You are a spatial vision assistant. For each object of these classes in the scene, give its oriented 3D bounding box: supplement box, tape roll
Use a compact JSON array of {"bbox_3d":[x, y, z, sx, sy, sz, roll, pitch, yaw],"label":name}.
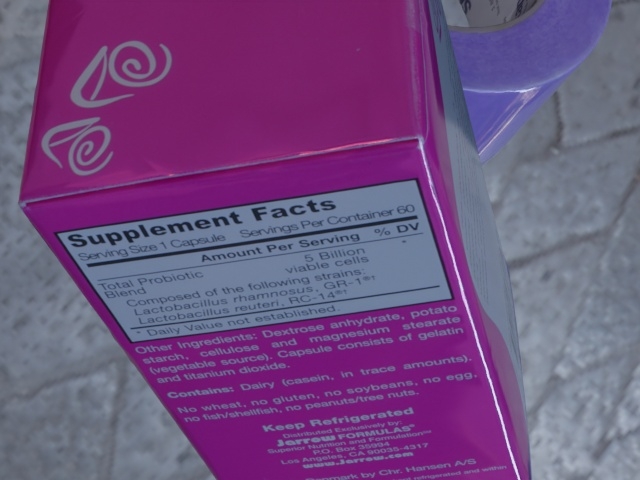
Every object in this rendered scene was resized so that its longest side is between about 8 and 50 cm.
[{"bbox_3d":[0.000,0.000,0.442,0.114,0.111,0.220,-8,143,10],"label":"supplement box"},{"bbox_3d":[0.033,-0.125,0.608,0.189,0.189,0.080,-27,165,-34],"label":"tape roll"}]
